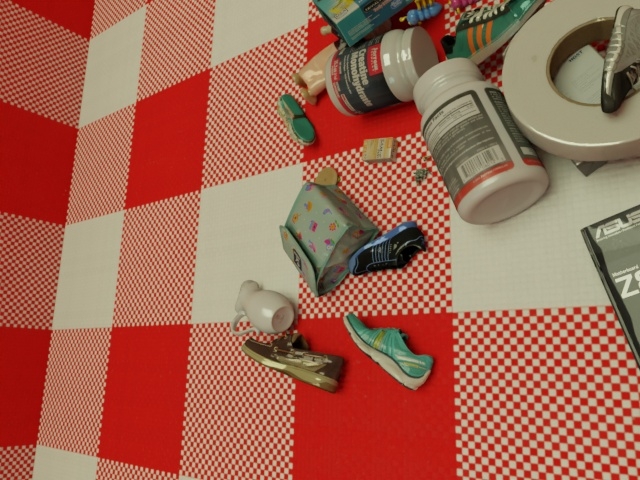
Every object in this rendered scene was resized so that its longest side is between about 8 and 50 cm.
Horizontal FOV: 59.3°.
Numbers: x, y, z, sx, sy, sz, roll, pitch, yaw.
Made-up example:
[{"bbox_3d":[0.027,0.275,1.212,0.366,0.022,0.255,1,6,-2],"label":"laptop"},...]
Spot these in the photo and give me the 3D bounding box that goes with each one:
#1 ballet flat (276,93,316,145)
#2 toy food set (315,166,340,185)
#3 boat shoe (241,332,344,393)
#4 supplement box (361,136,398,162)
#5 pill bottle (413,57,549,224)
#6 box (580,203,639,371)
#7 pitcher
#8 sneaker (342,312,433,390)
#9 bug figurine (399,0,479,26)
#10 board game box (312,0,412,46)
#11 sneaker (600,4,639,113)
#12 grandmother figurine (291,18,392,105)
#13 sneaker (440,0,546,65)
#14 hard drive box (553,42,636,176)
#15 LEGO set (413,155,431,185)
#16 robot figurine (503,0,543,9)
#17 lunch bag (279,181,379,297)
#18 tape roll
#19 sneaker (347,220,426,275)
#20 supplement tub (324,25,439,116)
[{"bbox_3d":[-0.079,-0.373,1.809,0.077,0.091,0.241,114,143,-47],"label":"ballet flat"},{"bbox_3d":[0.020,-0.182,1.706,0.083,0.020,0.082,-47,55,20],"label":"toy food set"},{"bbox_3d":[-0.078,0.324,1.606,0.342,0.123,0.123,12,74,40],"label":"boat shoe"},{"bbox_3d":[0.168,-0.255,1.593,0.098,0.036,0.062,2,81,39],"label":"supplement box"},{"bbox_3d":[0.361,-0.237,1.319,0.210,0.210,0.363,-33,60,29],"label":"pill bottle"},{"bbox_3d":[0.733,0.047,1.019,0.395,0.097,0.318,-27,60,32],"label":"box"},{"bbox_3d":[-0.185,0.228,1.701,0.207,0.125,0.178,20,84,48],"label":"pitcher"},{"bbox_3d":[0.170,0.268,1.441,0.275,0.107,0.110,35,82,34],"label":"sneaker"},{"bbox_3d":[0.321,-0.618,1.469,0.216,0.279,0.072,-15,109,20],"label":"bug figurine"},{"bbox_3d":[0.128,-0.691,1.580,0.254,0.079,0.336,-34,34,9],"label":"board game box"},{"bbox_3d":[0.599,-0.338,1.033,0.132,0.086,0.229,10,75,28],"label":"sneaker"},{"bbox_3d":[0.067,-0.578,1.724,0.342,0.104,0.208,-32,88,26],"label":"grandmother figurine"},{"bbox_3d":[0.393,-0.509,1.338,0.121,0.108,0.302,50,152,-5],"label":"sneaker"},{"bbox_3d":[0.580,-0.289,1.232,0.181,0.089,0.232,-40,58,25],"label":"hard drive box"},{"bbox_3d":[0.268,-0.189,1.503,0.054,0.023,0.083,-14,71,36],"label":"LEGO set"},{"bbox_3d":[0.484,-0.559,1.360,0.101,0.115,0.067,-17,68,35],"label":"robot figurine"},{"bbox_3d":[0.000,0.000,1.591,0.223,0.160,0.262,52,121,34],"label":"lunch bag"},{"bbox_3d":[0.570,-0.347,1.143,0.392,0.072,0.392,-11,66,25],"label":"tape roll"},{"bbox_3d":[0.173,0.044,1.486,0.232,0.081,0.090,-37,53,26],"label":"sneaker"},{"bbox_3d":[0.167,-0.461,1.545,0.272,0.191,0.191,-7,74,37],"label":"supplement tub"}]
